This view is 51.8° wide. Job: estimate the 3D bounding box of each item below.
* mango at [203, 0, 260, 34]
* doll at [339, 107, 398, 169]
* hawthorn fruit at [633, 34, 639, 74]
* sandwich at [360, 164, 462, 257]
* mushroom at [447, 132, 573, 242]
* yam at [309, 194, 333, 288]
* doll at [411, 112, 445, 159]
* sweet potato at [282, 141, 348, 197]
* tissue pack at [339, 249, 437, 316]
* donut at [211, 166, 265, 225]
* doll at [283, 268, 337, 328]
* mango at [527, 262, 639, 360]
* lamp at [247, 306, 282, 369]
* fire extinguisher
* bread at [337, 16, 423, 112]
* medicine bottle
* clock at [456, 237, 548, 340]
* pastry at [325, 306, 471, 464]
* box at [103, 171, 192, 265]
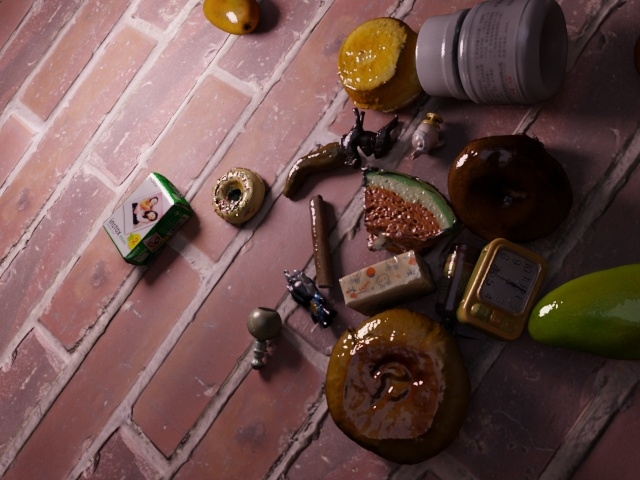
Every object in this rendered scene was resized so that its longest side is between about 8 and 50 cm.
[{"bbox_3d":[-0.283,-0.731,2.095,0.253,0.113,0.139,32,92,38],"label":"mango"},{"bbox_3d":[0.124,-0.266,1.753,0.139,0.057,0.165,16,87,2],"label":"doll"},{"bbox_3d":[0.773,-0.434,1.475,0.132,0.133,0.138,3,66,26],"label":"hawthorn fruit"},{"bbox_3d":[0.218,-0.058,1.629,0.292,0.109,0.212,14,86,31],"label":"sandwich"},{"bbox_3d":[0.430,-0.114,1.499,0.267,0.254,0.268,2,94,27],"label":"mushroom"},{"bbox_3d":[0.000,0.000,1.744,0.046,0.046,0.264,-16,67,20],"label":"yam"},{"bbox_3d":[0.277,-0.257,1.689,0.084,0.073,0.127,27,82,-2],"label":"doll"},{"bbox_3d":[-0.019,-0.204,1.817,0.233,0.062,0.081,-30,63,17],"label":"sweet potato"},{"bbox_3d":[0.164,0.105,1.570,0.196,0.148,0.092,-24,67,17],"label":"tissue pack"},{"bbox_3d":[-0.241,-0.133,1.893,0.174,0.068,0.175,-8,70,22],"label":"donut"},{"bbox_3d":[-0.036,0.141,1.697,0.195,0.070,0.096,45,131,27],"label":"doll"},{"bbox_3d":[0.597,0.152,1.344,0.342,0.156,0.193,-15,57,25],"label":"mango"},{"bbox_3d":[-0.154,0.257,1.716,0.091,0.091,0.163,14,95,29],"label":"lamp"},{"bbox_3d":[0.322,0.136,1.522,0.106,0.075,0.252,7,75,36],"label":"fire extinguisher"},{"bbox_3d":[0.161,-0.473,1.773,0.268,0.145,0.269,-11,66,27],"label":"bread"},{"bbox_3d":[0.409,-0.450,1.587,0.306,0.245,0.245,9,77,37],"label":"medicine bottle"},{"bbox_3d":[0.400,0.110,1.458,0.143,0.096,0.202,24,79,6],"label":"clock"},{"bbox_3d":[0.170,0.324,1.483,0.355,0.164,0.356,-10,68,25],"label":"pastry"},{"bbox_3d":[-0.518,-0.062,1.982,0.250,0.103,0.180,-45,59,5],"label":"box"}]
